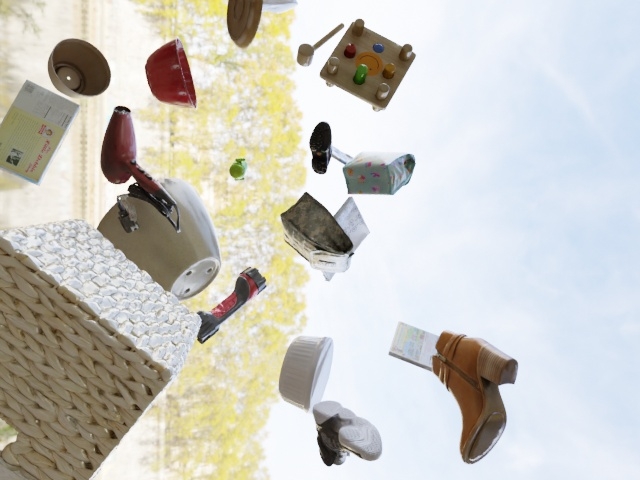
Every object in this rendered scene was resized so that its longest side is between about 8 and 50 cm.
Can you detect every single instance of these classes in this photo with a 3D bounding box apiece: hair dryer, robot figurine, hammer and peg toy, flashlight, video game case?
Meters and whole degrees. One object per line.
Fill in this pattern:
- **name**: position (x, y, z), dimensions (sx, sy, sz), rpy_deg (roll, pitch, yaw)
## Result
- **hair dryer**: position (-0.407, -0.157, 1.150), dimensions (0.224, 0.080, 0.293), rpy_deg (-3, -68, 34)
- **robot figurine**: position (-0.334, -0.292, 2.075), dimensions (0.115, 0.067, 0.101), rpy_deg (-81, -178, -58)
- **hammer and peg toy**: position (0.116, -0.618, 1.707), dimensions (0.266, 0.361, 0.127), rpy_deg (-59, 177, -18)
- **flashlight**: position (-0.318, 0.209, 1.730), dimensions (0.103, 0.304, 0.103), rpy_deg (35, -37, 23)
- **video game case**: position (0.404, 0.444, 2.138), dimensions (0.227, 0.206, 0.026), rpy_deg (-54, 162, -58)

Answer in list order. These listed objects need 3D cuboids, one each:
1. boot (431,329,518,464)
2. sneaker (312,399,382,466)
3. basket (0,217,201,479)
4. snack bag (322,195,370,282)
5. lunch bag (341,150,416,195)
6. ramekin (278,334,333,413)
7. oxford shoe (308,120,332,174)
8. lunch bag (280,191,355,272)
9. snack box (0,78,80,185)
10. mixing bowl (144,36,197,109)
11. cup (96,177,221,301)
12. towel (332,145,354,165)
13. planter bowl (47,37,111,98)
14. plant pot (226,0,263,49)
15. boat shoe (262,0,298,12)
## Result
- **boot**: position (0.345, 0.372, 1.253), dimensions (0.220, 0.109, 0.283), rpy_deg (19, -82, 56)
- **sneaker**: position (0.073, 0.552, 1.377), dimensions (0.268, 0.101, 0.153), rpy_deg (19, -65, 55)
- **basket**: position (-0.395, 0.165, 0.798), dimensions (0.266, 0.328, 0.331), rpy_deg (-48, -172, 0)
- **snack bag**: position (0.089, 0.002, 2.410), dimensions (0.037, 0.342, 0.323), rpy_deg (30, -18, 35)
- **lunch bag**: position (0.248, -0.289, 2.090), dimensions (0.223, 0.262, 0.160), rpy_deg (4, -61, 33)
- **ramekin**: position (-0.051, 0.457, 1.783), dimensions (0.273, 0.127, 0.273), rpy_deg (12, 90, -76)
- **oxford shoe**: position (0.007, -0.355, 1.862), dimensions (0.227, 0.083, 0.096), rpy_deg (98, 11, -52)
- **lunch bag**: position (0.000, 0.000, 1.889), dimensions (0.287, 0.169, 0.235), rpy_deg (42, -16, 14)
- **snack box**: position (-0.996, -0.372, 1.766), dimensions (0.060, 0.187, 0.322), rpy_deg (-15, -128, 65)
- **mixing bowl**: position (-0.387, -0.417, 1.304), dimensions (0.181, 0.098, 0.181), rpy_deg (167, -90, -87)
- **cup**: position (-0.412, 0.030, 1.404), dimensions (0.237, 0.331, 0.331), rpy_deg (45, -43, 21)
- **towel**: position (0.112, -0.399, 2.455), dimensions (0.034, 0.285, 0.209), rpy_deg (-55, -153, 17)
- **planter bowl**: position (-0.689, -0.468, 1.429), dimensions (0.109, 0.162, 0.162), rpy_deg (-8, -98, 42)
- **plant pot**: position (-0.239, -0.708, 1.555), dimensions (0.236, 0.032, 0.236), rpy_deg (0, -90, 58)
- **boat shoe**: position (-0.161, -0.804, 1.686), dimensions (0.080, 0.228, 0.076), rpy_deg (-11, -77, 43)
